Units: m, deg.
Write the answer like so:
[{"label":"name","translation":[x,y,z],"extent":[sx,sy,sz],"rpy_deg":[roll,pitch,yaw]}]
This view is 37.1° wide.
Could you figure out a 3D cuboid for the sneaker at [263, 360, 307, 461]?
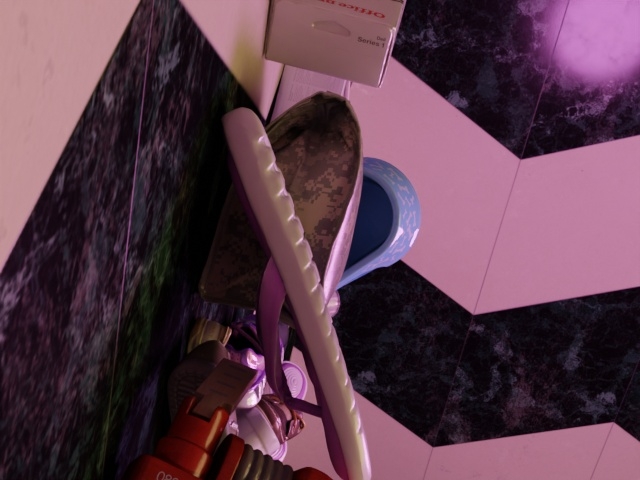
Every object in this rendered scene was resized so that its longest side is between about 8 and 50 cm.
[{"label":"sneaker","translation":[-0.128,0.399,1.995],"extent":[0.152,0.114,0.305],"rpy_deg":[-40,-166,49]}]

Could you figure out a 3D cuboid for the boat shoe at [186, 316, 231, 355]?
[{"label":"boat shoe","translation":[-0.140,0.158,1.186],"extent":[0.056,0.048,0.153],"rpy_deg":[-74,176,-51]}]

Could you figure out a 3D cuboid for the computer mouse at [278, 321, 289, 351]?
[{"label":"computer mouse","translation":[-0.110,0.224,1.964],"extent":[0.272,0.072,0.188],"rpy_deg":[-65,167,-78]}]

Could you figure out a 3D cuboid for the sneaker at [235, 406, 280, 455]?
[{"label":"sneaker","translation":[-0.155,0.315,1.505],"extent":[0.123,0.105,0.290],"rpy_deg":[-32,177,-16]}]

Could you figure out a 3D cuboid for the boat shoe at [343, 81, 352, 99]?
[{"label":"boat shoe","translation":[0.035,-0.357,1.751],"extent":[0.324,0.117,0.096],"rpy_deg":[107,-7,-60]}]

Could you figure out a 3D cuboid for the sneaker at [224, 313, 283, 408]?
[{"label":"sneaker","translation":[-0.111,0.162,1.483],"extent":[0.236,0.095,0.104],"rpy_deg":[-68,164,-68]}]

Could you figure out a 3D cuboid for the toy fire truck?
[{"label":"toy fire truck","translation":[-0.074,0.228,0.934],"extent":[0.158,0.217,0.246],"rpy_deg":[-44,-159,60]}]

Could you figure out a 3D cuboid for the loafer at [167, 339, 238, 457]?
[{"label":"loafer","translation":[-0.133,0.220,1.141],"extent":[0.087,0.094,0.251],"rpy_deg":[-67,170,-52]}]

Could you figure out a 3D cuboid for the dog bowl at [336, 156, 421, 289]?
[{"label":"dog bowl","translation":[0.000,0.000,1.358],"extent":[0.297,0.166,0.074],"rpy_deg":[-34,172,14]}]

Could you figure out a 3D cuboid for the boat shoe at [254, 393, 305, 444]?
[{"label":"boat shoe","translation":[-0.093,0.321,1.738],"extent":[0.123,0.123,0.342],"rpy_deg":[-29,167,-14]}]

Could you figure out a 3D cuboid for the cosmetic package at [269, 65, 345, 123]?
[{"label":"cosmetic package","translation":[-0.025,-0.182,1.459],"extent":[0.060,0.099,0.239],"rpy_deg":[104,0,-77]}]

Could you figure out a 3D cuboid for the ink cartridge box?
[{"label":"ink cartridge box","translation":[0.027,-0.303,1.266],"extent":[0.219,0.160,0.092],"rpy_deg":[-72,176,-53]}]

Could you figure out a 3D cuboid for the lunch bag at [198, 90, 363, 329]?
[{"label":"lunch bag","translation":[-0.031,-0.052,1.197],"extent":[0.235,0.169,0.286],"rpy_deg":[-46,153,-85]}]

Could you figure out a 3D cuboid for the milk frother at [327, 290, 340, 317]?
[{"label":"milk frother","translation":[-0.037,0.101,2.107],"extent":[0.135,0.129,0.143],"rpy_deg":[-3,118,-49]}]

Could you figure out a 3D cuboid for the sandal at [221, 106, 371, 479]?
[{"label":"sandal","translation":[-0.046,0.067,1.011],"extent":[0.169,0.102,0.416],"rpy_deg":[67,5,-81]}]
